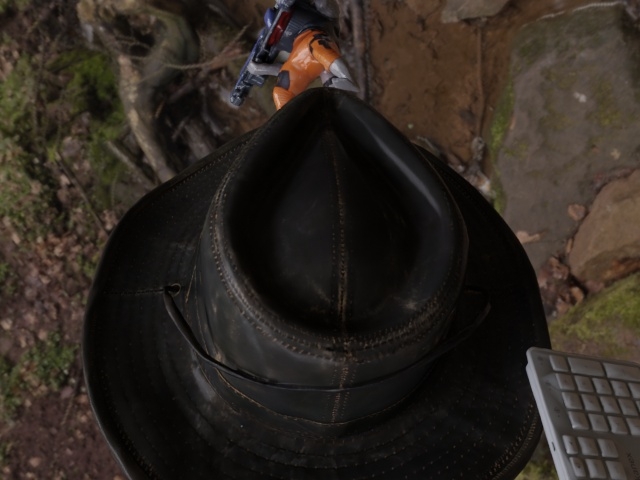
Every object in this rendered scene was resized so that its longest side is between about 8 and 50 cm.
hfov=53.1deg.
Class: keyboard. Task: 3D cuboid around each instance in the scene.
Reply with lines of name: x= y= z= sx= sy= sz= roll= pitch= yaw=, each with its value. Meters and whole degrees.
keyboard: x=0.148 y=0.155 z=0.260 sx=0.072 sy=0.256 sz=0.014 roll=6 pitch=135 yaw=-9

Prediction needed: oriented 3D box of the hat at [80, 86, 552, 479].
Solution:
hat: x=0.000 y=0.000 z=0.386 sx=0.331 sy=0.331 sz=0.134 roll=35 pitch=149 yaw=24

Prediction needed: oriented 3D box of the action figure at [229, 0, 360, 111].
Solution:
action figure: x=-0.039 y=-0.316 z=1.179 sx=0.179 sy=0.330 sz=0.341 roll=14 pitch=145 yaw=-25
